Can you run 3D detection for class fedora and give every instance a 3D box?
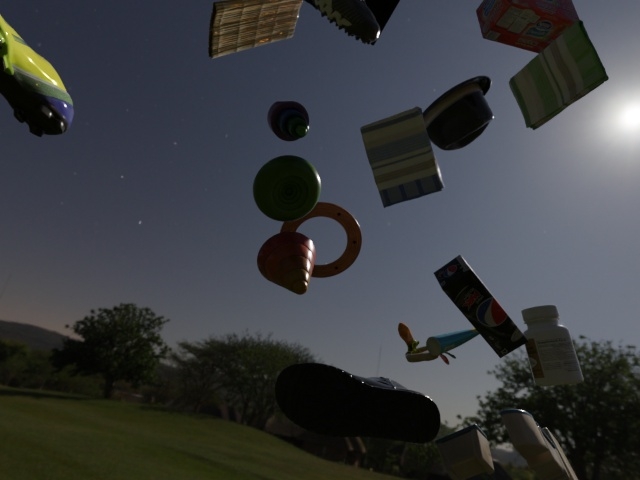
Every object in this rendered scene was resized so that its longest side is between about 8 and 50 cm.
[{"bbox_3d":[0.501,-0.431,1.449,0.334,0.152,0.334,-31,-14,-8],"label":"fedora"}]

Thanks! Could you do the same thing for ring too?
[{"bbox_3d":[0.000,0.000,1.632,0.337,0.032,0.336,0,-65,-1],"label":"ring"}]

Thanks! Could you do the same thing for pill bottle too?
[{"bbox_3d":[0.699,0.321,1.227,0.131,0.229,0.131,-5,-21,-2],"label":"pill bottle"}]

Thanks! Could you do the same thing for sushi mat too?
[{"bbox_3d":[-0.178,-0.614,1.127,0.019,0.317,0.151,47,-34,12],"label":"sushi mat"}]

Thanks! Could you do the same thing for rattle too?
[{"bbox_3d":[0.365,0.351,1.382,0.130,0.142,0.199,1,-14,-13],"label":"rattle"}]

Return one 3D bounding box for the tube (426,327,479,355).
[{"bbox_3d":[0.393,0.283,1.148,0.207,0.052,0.080,-4,-23,-34],"label":"tube"}]

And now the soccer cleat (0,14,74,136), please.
[{"bbox_3d":[-0.519,-0.305,0.669,0.094,0.121,0.289,-8,-30,-3],"label":"soccer cleat"}]

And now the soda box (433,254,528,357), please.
[{"bbox_3d":[0.255,0.106,0.638,0.053,0.060,0.169,-39,-74,15],"label":"soda box"}]

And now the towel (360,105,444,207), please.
[{"bbox_3d":[0.262,-0.269,1.293,0.209,0.284,0.034,-16,-2,8],"label":"towel"}]

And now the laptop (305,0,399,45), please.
[{"bbox_3d":[0.081,-0.707,1.059,0.264,0.137,0.234,39,-64,11],"label":"laptop"}]

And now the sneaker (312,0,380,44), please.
[{"bbox_3d":[0.029,-0.411,0.619,0.078,0.234,0.106,-11,-28,-50],"label":"sneaker"}]

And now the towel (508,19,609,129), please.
[{"bbox_3d":[0.396,-0.275,0.683,0.023,0.113,0.152,-14,-11,-20],"label":"towel"}]

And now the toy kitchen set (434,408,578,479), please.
[{"bbox_3d":[0.328,0.385,0.712,0.166,0.122,0.207,-34,-70,18],"label":"toy kitchen set"}]

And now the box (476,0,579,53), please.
[{"bbox_3d":[0.621,-0.673,1.204,0.257,0.122,0.128,4,-22,-17],"label":"box"}]

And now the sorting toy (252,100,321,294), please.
[{"bbox_3d":[-0.046,-0.048,0.700,0.127,0.126,0.365,-6,-62,-16],"label":"sorting toy"}]

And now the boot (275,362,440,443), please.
[{"bbox_3d":[0.056,0.264,0.657,0.247,0.094,0.207,10,-18,4],"label":"boot"}]
